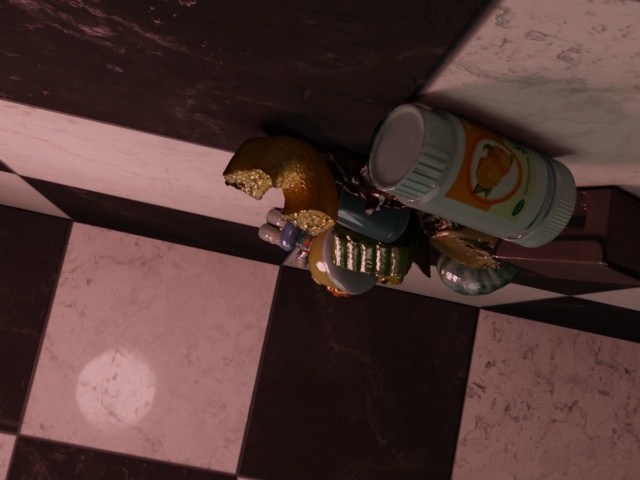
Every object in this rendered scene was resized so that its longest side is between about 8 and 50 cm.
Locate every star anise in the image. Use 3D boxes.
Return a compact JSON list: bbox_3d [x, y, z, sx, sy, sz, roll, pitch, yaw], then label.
[{"bbox_3d":[0.111,-0.097,1.539,0.272,0.102,0.272,19,179,0],"label":"star anise"}]

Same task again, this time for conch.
[{"bbox_3d":[0.427,0.072,2.113,0.220,0.195,0.277,-15,153,-20],"label":"conch"}]

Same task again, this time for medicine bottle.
[{"bbox_3d":[0.240,-0.101,1.217,0.318,0.158,0.158,16,170,-30],"label":"medicine bottle"}]

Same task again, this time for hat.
[{"bbox_3d":[0.275,0.011,2.173,0.193,0.082,0.193,47,-171,-9],"label":"hat"}]

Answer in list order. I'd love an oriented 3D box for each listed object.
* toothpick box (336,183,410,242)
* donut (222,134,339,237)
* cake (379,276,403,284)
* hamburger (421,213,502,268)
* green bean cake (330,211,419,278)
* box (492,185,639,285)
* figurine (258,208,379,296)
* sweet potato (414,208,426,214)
[{"bbox_3d":[0.097,-0.075,1.713,0.184,0.120,0.120,19,169,-25],"label":"toothpick box"},{"bbox_3d":[-0.061,-0.131,1.491,0.259,0.152,0.101,30,148,-34],"label":"donut"},{"bbox_3d":[0.142,0.057,2.415,0.260,0.156,0.179,11,165,12],"label":"cake"},{"bbox_3d":[0.344,-0.021,1.789,0.206,0.130,0.183,29,161,-10],"label":"hamburger"},{"bbox_3d":[0.137,-0.002,1.876,0.200,0.113,0.214,13,-152,15],"label":"green bean cake"},{"bbox_3d":[0.502,-0.009,1.491,0.188,0.153,0.252,19,169,-34],"label":"box"},{"bbox_3d":[-0.015,0.028,2.169,0.382,0.224,0.205,8,167,23],"label":"figurine"},{"bbox_3d":[0.242,-0.079,1.777,0.034,0.034,0.095,15,160,-20],"label":"sweet potato"}]
